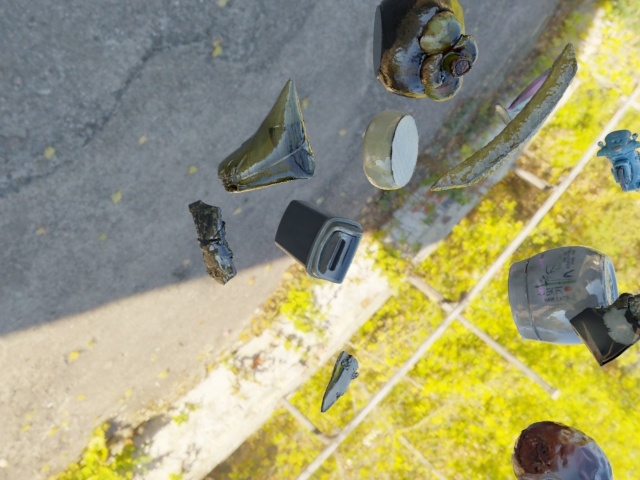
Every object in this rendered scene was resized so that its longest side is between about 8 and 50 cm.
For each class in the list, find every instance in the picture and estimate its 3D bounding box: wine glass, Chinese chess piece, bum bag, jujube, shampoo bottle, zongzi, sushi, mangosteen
[{"bbox_3d":[0.494,-0.335,1.547,0.155,0.073,0.073,-33,159,-2],"label":"wine glass"},{"bbox_3d":[0.225,-0.284,2.062,0.250,0.103,0.250,-26,121,-56],"label":"Chinese chess piece"},{"bbox_3d":[-0.295,0.005,1.819,0.069,0.248,0.102,-25,-166,-38],"label":"bum bag"},{"bbox_3d":[0.519,0.482,1.410,0.243,0.183,0.183,35,98,-33],"label":"jujube"},{"bbox_3d":[0.672,0.154,1.822,0.266,0.273,0.273,-11,180,30],"label":"shampoo bottle"},{"bbox_3d":[-0.170,-0.281,1.789,0.274,0.145,0.300,-13,128,2],"label":"zongzi"},{"bbox_3d":[0.740,0.174,1.537,0.109,0.134,0.273,-5,150,-40],"label":"sushi"},{"bbox_3d":[0.243,-0.461,1.555,0.233,0.287,0.287,4,141,-9],"label":"mangosteen"}]

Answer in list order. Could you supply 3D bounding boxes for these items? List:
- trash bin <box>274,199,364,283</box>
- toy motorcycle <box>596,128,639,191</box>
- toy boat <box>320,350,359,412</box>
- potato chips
[{"bbox_3d":[0.000,0.000,2.098,0.182,0.290,0.209,11,106,-44],"label":"trash bin"},{"bbox_3d":[0.891,-0.229,1.916,0.123,0.182,0.272,-11,176,35],"label":"toy motorcycle"},{"bbox_3d":[0.051,0.417,1.912,0.210,0.066,0.084,-54,130,-38],"label":"toy boat"},{"bbox_3d":[0.372,-0.215,1.274,0.407,0.080,0.057,-45,176,-7],"label":"potato chips"}]
